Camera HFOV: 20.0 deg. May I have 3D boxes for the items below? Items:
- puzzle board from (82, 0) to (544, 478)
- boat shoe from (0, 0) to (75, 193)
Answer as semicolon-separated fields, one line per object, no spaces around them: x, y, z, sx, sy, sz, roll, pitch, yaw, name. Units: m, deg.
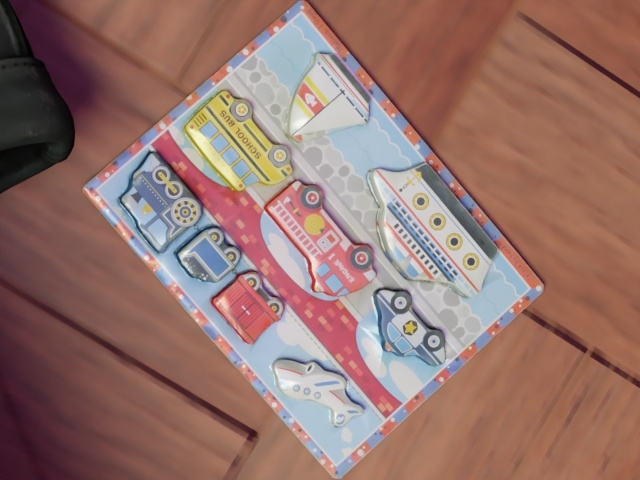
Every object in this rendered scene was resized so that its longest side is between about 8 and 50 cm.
0.000;0.000;0.594;0.096;0.011;0.128;-42;100;-7;puzzle board
-0.209;0.040;0.494;0.340;0.127;0.113;-42;88;-17;boat shoe
